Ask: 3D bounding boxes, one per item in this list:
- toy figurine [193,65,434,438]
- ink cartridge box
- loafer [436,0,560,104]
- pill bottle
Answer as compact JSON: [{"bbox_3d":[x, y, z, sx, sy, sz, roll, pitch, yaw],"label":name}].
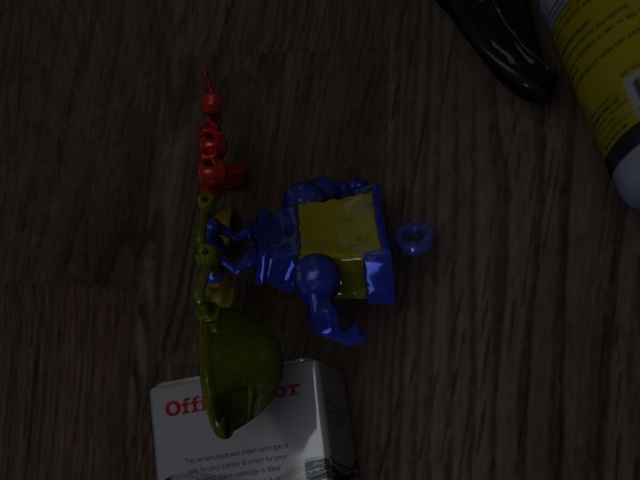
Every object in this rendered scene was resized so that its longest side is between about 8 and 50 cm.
[{"bbox_3d":[0.000,0.000,1.114,0.217,0.191,0.362,-1,36,-4],"label":"toy figurine"},{"bbox_3d":[-0.054,0.241,1.150,0.172,0.100,0.237,-12,75,16],"label":"ink cartridge box"},{"bbox_3d":[0.164,-0.225,1.185,0.078,0.080,0.220,-38,69,9],"label":"loafer"},{"bbox_3d":[0.289,-0.209,1.079,0.188,0.188,0.334,-23,71,14],"label":"pill bottle"}]
